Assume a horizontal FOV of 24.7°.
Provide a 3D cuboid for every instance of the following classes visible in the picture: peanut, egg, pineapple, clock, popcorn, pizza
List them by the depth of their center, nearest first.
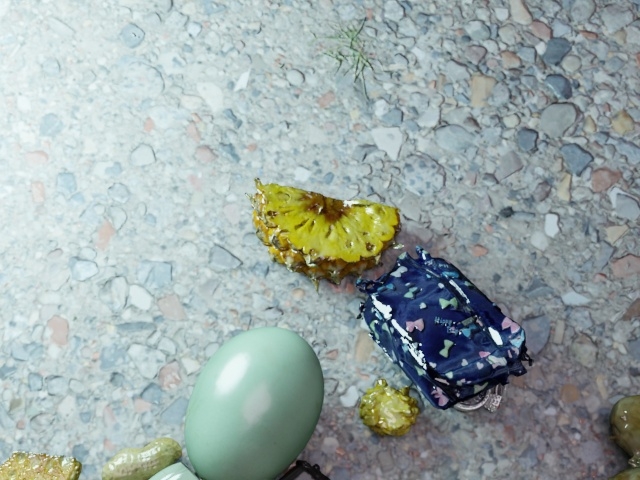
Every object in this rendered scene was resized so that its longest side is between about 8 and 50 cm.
[{"bbox_3d":[-0.386,0.332,1.898,0.099,0.036,0.160,41,69,6],"label":"pizza"},{"bbox_3d":[-0.088,0.221,1.912,0.168,0.168,0.231,27,73,1],"label":"egg"},{"bbox_3d":[-0.236,0.294,1.927,0.113,0.054,0.054,-20,75,-18],"label":"peanut"},{"bbox_3d":[0.093,0.229,1.997,0.082,0.057,0.083,-17,78,-7],"label":"popcorn"},{"bbox_3d":[0.223,0.180,2.042,0.087,0.041,0.129,16,75,1],"label":"clock"},{"bbox_3d":[0.000,0.000,2.048,0.233,0.079,0.135,11,70,-4],"label":"pineapple"}]

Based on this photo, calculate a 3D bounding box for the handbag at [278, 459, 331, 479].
[{"bbox_3d":[-0.026,0.437,1.881,0.223,0.080,0.247,44,70,-2],"label":"handbag"}]

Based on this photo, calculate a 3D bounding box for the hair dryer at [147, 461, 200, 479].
[{"bbox_3d":[-0.194,0.434,1.887,0.206,0.075,0.237,-36,89,-8],"label":"hair dryer"}]

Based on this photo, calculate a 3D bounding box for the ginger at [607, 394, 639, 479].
[{"bbox_3d":[0.491,0.338,1.982,0.244,0.155,0.304,25,77,-7],"label":"ginger"}]

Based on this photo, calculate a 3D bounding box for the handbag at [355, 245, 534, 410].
[{"bbox_3d":[0.165,0.120,1.981,0.162,0.113,0.260,-27,44,-19],"label":"handbag"}]
